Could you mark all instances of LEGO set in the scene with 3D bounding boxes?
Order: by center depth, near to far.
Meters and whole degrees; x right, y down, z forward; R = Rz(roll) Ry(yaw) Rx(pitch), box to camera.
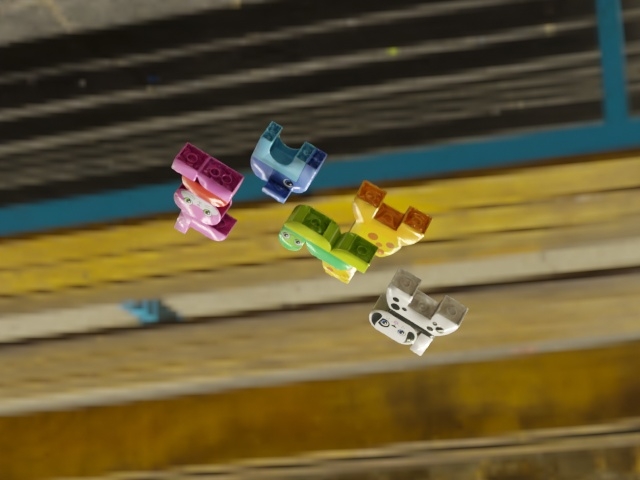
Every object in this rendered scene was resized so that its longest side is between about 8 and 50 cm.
[{"bbox_3d":[0.000,0.000,1.218,0.227,0.087,0.093,31,140,1],"label":"LEGO set"}]
